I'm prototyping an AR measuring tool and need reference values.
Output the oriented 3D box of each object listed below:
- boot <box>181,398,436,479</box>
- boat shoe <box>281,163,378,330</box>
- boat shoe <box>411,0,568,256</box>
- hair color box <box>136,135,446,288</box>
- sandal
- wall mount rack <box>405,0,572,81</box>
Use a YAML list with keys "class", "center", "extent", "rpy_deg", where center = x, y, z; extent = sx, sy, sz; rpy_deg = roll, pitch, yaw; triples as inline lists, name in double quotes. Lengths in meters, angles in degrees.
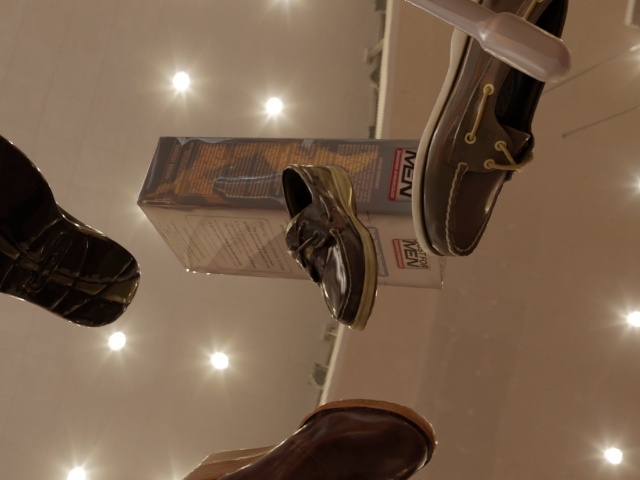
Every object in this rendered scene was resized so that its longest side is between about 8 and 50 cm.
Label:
- class: "boot"
  center: [-0.037, 0.226, 0.541]
  extent: [0.248, 0.207, 0.090]
  rpy_deg: [-21, -73, 25]
- class: "boat shoe"
  center: [0.000, -0.001, 0.692]
  extent: [0.073, 0.223, 0.080]
  rpy_deg: [9, -53, -16]
- class: "boat shoe"
  center: [0.176, -0.121, 0.751]
  extent: [0.109, 0.091, 0.305]
  rpy_deg: [4, -77, -46]
- class: "hair color box"
  center: [-0.025, -0.037, 0.947]
  extent: [0.374, 0.185, 0.113]
  rpy_deg: [3, -120, 15]
- class: "sandal"
  center: [-0.292, -0.005, 0.690]
  extent: [0.086, 0.303, 0.120]
  rpy_deg: [28, -107, 34]
- class: "wall mount rack"
  center: [0.018, -0.240, 0.287]
  extent: [0.304, 0.130, 0.350]
  rpy_deg: [33, -91, -24]
